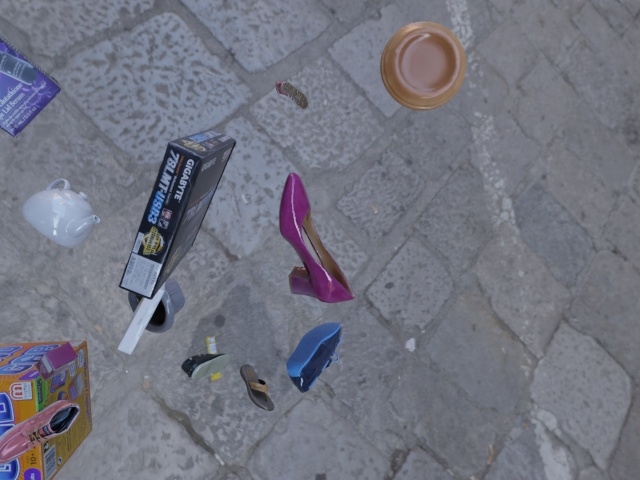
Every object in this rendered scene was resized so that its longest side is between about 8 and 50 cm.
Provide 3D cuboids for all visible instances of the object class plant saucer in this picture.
[{"bbox_3d":[0.239,-0.402,0.987,0.200,0.037,0.199,0,96,-2],"label":"plant saucer"}]

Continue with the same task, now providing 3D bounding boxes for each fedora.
[{"bbox_3d":[-0.640,0.237,1.730,0.124,0.275,0.243,-28,84,-49],"label":"fedora"}]

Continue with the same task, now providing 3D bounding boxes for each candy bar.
[{"bbox_3d":[-0.390,0.427,1.567,0.040,0.018,0.161,-9,89,-34],"label":"candy bar"}]

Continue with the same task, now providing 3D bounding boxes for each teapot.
[{"bbox_3d":[-0.953,-0.110,1.609,0.256,0.252,0.187,42,82,-15],"label":"teapot"}]

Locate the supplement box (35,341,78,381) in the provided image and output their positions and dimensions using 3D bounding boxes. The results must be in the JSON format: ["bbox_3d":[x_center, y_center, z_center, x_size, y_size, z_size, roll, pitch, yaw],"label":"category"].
[{"bbox_3d":[-0.573,0.263,0.934,0.043,0.083,0.055,56,37,4],"label":"supplement box"}]

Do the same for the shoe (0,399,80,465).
[{"bbox_3d":[-0.631,0.425,0.959,0.178,0.081,0.063,-38,108,-50],"label":"shoe"}]

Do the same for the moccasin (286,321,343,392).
[{"bbox_3d":[-0.021,0.404,1.518,0.342,0.138,0.116,-33,111,-55],"label":"moccasin"}]

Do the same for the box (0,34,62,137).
[{"bbox_3d":[-0.701,-0.353,0.922,0.153,0.108,0.207,-49,131,-3],"label":"box"}]

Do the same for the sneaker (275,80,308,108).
[{"bbox_3d":[-0.093,-0.464,1.367,0.118,0.067,0.042,35,89,-43],"label":"sneaker"}]

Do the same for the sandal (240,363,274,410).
[{"bbox_3d":[-0.243,0.567,1.688,0.090,0.060,0.219,20,27,-48],"label":"sandal"}]

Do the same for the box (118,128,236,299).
[{"bbox_3d":[-0.280,-0.071,0.878,0.073,0.295,0.293,25,106,-9],"label":"box"}]

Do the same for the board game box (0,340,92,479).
[{"bbox_3d":[-1.023,0.565,1.429,0.357,0.356,0.356,-1,95,-5],"label":"board game box"}]

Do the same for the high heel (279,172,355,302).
[{"bbox_3d":[0.000,0.000,1.125,0.182,0.377,0.127,5,37,15],"label":"high heel"}]

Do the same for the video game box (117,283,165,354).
[{"bbox_3d":[-0.538,0.219,1.308,0.048,0.187,0.205,29,85,-21],"label":"video game box"}]

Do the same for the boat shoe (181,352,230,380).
[{"bbox_3d":[-0.235,0.256,0.901,0.042,0.133,0.048,29,96,22],"label":"boat shoe"}]
